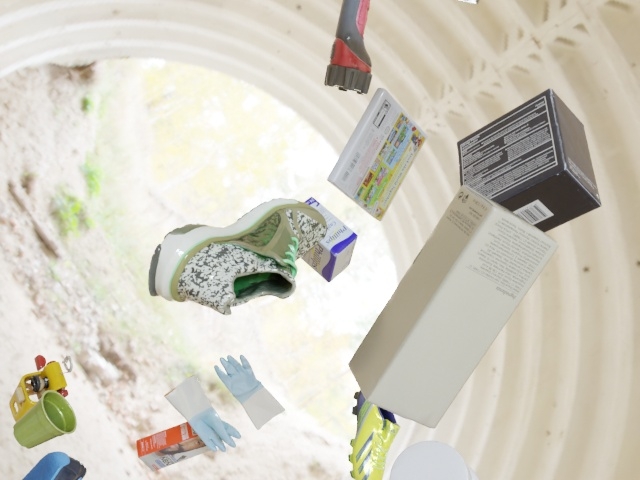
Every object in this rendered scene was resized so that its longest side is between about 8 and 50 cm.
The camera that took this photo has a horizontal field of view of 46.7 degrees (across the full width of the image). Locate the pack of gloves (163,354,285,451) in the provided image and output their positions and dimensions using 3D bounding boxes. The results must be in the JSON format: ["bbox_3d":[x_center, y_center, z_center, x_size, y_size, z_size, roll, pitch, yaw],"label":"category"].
[{"bbox_3d":[-0.208,0.380,1.686,0.232,0.195,0.046,59,-6,-30],"label":"pack of gloves"}]

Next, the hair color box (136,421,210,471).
[{"bbox_3d":[-0.354,0.501,1.821,0.093,0.167,0.053,70,-1,-49],"label":"hair color box"}]

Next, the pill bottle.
[{"bbox_3d":[0.225,0.490,1.342,0.161,0.161,0.283,42,-16,44],"label":"pill bottle"}]

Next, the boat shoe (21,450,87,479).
[{"bbox_3d":[-0.539,0.507,1.382,0.089,0.258,0.109,40,14,-46],"label":"boat shoe"}]

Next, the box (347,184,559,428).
[{"bbox_3d":[0.155,0.081,0.898,0.113,0.275,0.094,28,12,-23],"label":"box"}]

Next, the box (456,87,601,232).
[{"bbox_3d":[0.521,-0.174,1.887,0.183,0.296,0.294,35,43,-32],"label":"box"}]

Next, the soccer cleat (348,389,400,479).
[{"bbox_3d":[0.141,0.503,1.859,0.093,0.121,0.289,37,49,-53],"label":"soccer cleat"}]

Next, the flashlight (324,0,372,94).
[{"bbox_3d":[0.087,-0.467,1.569,0.103,0.304,0.103,18,9,25],"label":"flashlight"}]

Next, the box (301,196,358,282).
[{"bbox_3d":[0.000,0.000,1.578,0.137,0.072,0.126,40,-27,16],"label":"box"}]

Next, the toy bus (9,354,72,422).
[{"bbox_3d":[-0.704,0.378,1.847,0.191,0.104,0.202,7,-81,46],"label":"toy bus"}]

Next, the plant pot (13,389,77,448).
[{"bbox_3d":[-0.469,0.308,1.245,0.083,0.079,0.083,56,6,-9],"label":"plant pot"}]

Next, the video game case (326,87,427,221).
[{"bbox_3d":[0.127,-0.180,1.601,0.026,0.227,0.206,24,-7,41],"label":"video game case"}]

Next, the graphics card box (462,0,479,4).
[{"bbox_3d":[0.090,-0.489,1.210,0.371,0.094,0.233,17,7,12],"label":"graphics card box"}]

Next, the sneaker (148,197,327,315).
[{"bbox_3d":[-0.098,0.048,1.299,0.182,0.410,0.158,33,-57,26],"label":"sneaker"}]
